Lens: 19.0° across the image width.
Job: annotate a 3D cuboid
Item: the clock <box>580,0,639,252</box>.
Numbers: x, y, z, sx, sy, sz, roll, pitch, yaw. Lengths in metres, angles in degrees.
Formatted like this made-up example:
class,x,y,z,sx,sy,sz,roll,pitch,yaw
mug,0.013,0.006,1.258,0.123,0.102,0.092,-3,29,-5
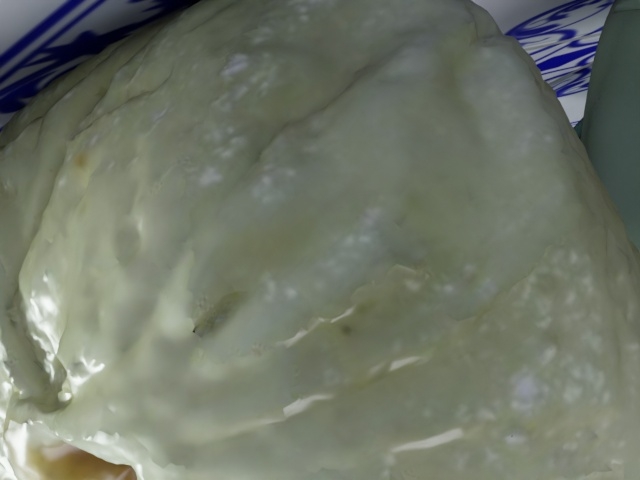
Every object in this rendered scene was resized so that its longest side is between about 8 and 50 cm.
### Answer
class,x,y,z,sx,sy,sz,roll,pitch,yaw
clock,0.219,-0.036,1.079,0.108,0.265,0.324,7,177,20

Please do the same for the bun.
class,x,y,z,sx,sy,sz,roll,pitch,yaw
bun,-0.021,0.056,0.801,0.227,0.352,0.349,-32,145,-29

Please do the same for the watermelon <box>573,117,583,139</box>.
class,x,y,z,sx,sy,sz,roll,pitch,yaw
watermelon,0.311,-0.046,1.463,0.289,0.214,0.320,-13,-175,-37
